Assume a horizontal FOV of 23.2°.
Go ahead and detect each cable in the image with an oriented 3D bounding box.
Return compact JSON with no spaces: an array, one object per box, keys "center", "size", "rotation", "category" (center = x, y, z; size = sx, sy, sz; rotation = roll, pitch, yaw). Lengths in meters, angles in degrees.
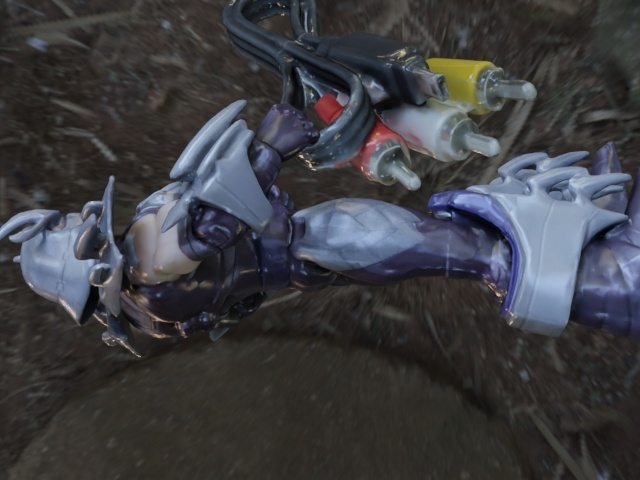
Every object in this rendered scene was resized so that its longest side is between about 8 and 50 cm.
[{"center":[0.003,-0.097,1.016],"size":[0.139,0.287,0.072],"rotation":[-35,121,-19],"category":"cable"}]

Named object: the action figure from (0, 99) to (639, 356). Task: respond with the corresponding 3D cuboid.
[{"center":[0.000,0.000,0.685],"size":[0.285,0.185,0.099],"rotation":[-1,84,-4],"category":"action figure"}]
